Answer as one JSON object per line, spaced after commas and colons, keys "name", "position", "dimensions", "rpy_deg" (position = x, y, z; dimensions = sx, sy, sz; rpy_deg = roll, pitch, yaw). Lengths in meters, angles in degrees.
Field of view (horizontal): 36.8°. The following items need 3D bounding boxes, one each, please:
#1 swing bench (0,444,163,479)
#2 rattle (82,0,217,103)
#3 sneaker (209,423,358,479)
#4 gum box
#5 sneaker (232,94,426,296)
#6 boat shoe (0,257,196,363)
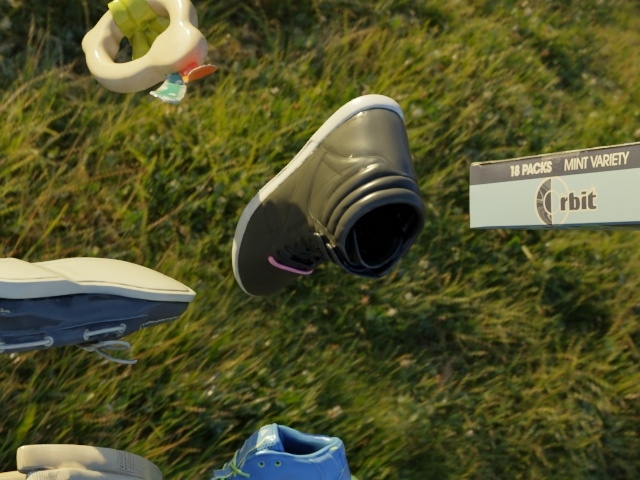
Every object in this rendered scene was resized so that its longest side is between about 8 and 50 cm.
{"name": "swing bench", "position": [-0.237, 0.306, 0.721], "dimensions": [0.255, 0.165, 0.253], "rpy_deg": [-14, 60, 1]}
{"name": "rattle", "position": [-0.146, -0.165, 0.984], "dimensions": [0.130, 0.142, 0.200], "rpy_deg": [-41, 51, -22]}
{"name": "sneaker", "position": [-0.078, 0.237, 0.926], "dimensions": [0.240, 0.091, 0.126], "rpy_deg": [-8, 102, -4]}
{"name": "gum box", "position": [0.200, -0.025, 0.511], "dimensions": [0.185, 0.157, 0.041], "rpy_deg": [1, 89, -28]}
{"name": "sneaker", "position": [0.000, 0.000, 0.996], "dimensions": [0.105, 0.295, 0.146], "rpy_deg": [15, 42, -32]}
{"name": "boat shoe", "position": [-0.212, 0.064, 0.860], "dimensions": [0.255, 0.095, 0.079], "rpy_deg": [2, 105, -61]}
